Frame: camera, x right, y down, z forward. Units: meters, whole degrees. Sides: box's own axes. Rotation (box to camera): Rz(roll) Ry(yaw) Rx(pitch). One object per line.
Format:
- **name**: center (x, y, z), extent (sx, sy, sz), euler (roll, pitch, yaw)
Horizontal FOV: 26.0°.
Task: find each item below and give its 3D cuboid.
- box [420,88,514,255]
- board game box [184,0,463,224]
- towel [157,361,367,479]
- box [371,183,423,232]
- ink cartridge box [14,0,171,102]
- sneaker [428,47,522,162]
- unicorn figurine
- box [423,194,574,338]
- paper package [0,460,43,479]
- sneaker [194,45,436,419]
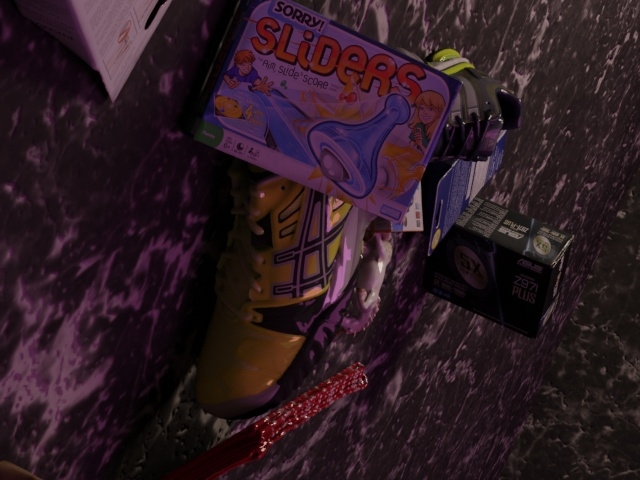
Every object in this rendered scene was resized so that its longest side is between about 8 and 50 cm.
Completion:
- **box**: center (0.187, -0.094, 1.845), extent (0.225, 0.037, 0.136), euler (-49, 154, -41)
- **board game box**: center (0.004, -0.111, 1.160), extent (0.136, 0.201, 0.035), euler (-67, -158, 4)
- **towel**: center (-0.076, 0.203, 1.370), extent (0.199, 0.031, 0.275), euler (-32, 175, 24)
- **box**: center (0.092, -0.050, 1.622), extent (0.136, 0.028, 0.081), euler (-4, 90, -66)
- **ink cartridge box**: center (-0.128, -0.210, 0.918), extent (0.189, 0.066, 0.232), euler (-62, -179, -10)
- **sneaker**: center (0.133, -0.130, 1.538), extent (0.300, 0.121, 0.111), euler (-40, 148, -50)
- **unicorn figurine**: center (0.049, 0.048, 1.625), extent (0.161, 0.060, 0.111), euler (-61, 156, -6)
- **box**: center (0.245, 0.032, 1.924), extent (0.077, 0.180, 0.147), euler (-48, 154, -40)
- **paper package**: center (-0.138, 0.349, 1.127), extent (0.168, 0.310, 0.325), euler (-59, 161, -17)
- **sneaker**: center (-0.038, -0.016, 1.277), extent (0.147, 0.145, 0.384), euler (19, 100, -38)
